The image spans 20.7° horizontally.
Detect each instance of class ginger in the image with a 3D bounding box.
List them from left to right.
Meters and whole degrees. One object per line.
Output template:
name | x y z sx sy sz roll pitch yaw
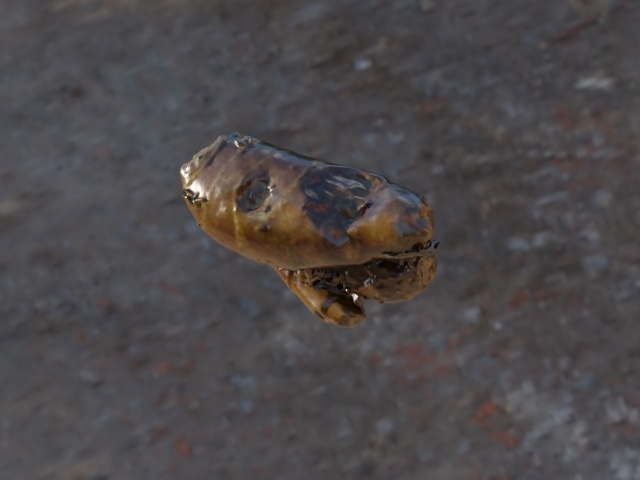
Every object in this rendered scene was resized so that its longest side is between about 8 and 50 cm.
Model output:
ginger | 0.000 0.000 0.984 0.162 0.103 0.073 18 72 30
